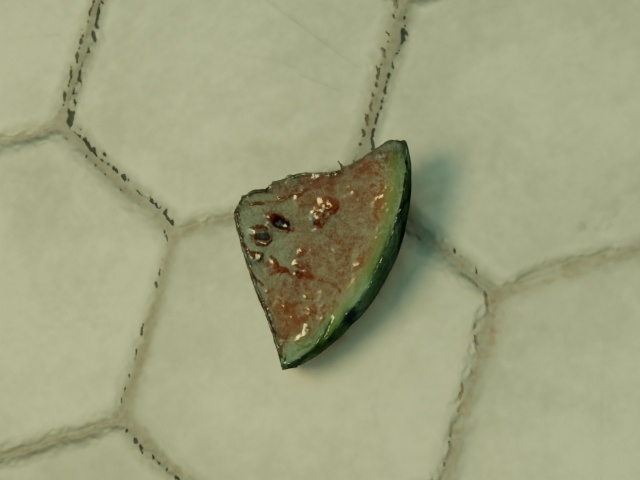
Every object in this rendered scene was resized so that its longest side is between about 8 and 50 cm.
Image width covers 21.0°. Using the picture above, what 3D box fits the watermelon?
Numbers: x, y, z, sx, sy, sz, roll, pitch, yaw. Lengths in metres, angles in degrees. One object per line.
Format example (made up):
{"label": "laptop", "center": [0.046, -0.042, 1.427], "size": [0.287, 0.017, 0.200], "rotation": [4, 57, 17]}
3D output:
{"label": "watermelon", "center": [0.000, 0.000, 1.267], "size": [0.139, 0.071, 0.187], "rotation": [31, 93, 29]}
